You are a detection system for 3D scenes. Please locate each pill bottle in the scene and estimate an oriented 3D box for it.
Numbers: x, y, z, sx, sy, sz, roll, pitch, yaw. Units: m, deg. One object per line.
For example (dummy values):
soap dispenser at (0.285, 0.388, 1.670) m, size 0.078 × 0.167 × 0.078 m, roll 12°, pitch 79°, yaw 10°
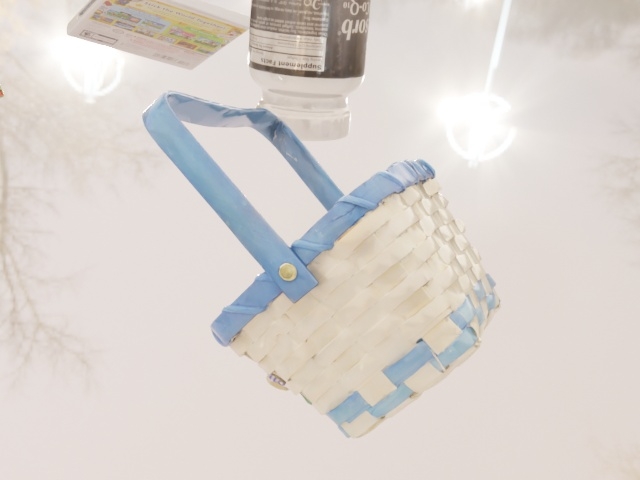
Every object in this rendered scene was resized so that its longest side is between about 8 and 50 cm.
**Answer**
pill bottle at (-0.015, -0.283, 1.187) m, size 0.162 × 0.279 × 0.162 m, roll 4°, pitch -161°, yaw -1°

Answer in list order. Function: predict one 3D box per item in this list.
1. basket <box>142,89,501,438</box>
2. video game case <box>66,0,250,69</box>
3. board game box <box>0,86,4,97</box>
basket at (0.000, 0.000, 0.717) m, size 0.289 × 0.201 × 0.255 m, roll 54°, pitch -162°, yaw 8°
video game case at (-0.258, -0.340, 1.406) m, size 0.227 × 0.026 × 0.206 m, roll 11°, pitch 164°, yaw -33°
board game box at (-0.470, -0.187, 1.070) m, size 0.092 × 0.043 × 0.181 m, roll -23°, pitch 179°, yaw 6°
